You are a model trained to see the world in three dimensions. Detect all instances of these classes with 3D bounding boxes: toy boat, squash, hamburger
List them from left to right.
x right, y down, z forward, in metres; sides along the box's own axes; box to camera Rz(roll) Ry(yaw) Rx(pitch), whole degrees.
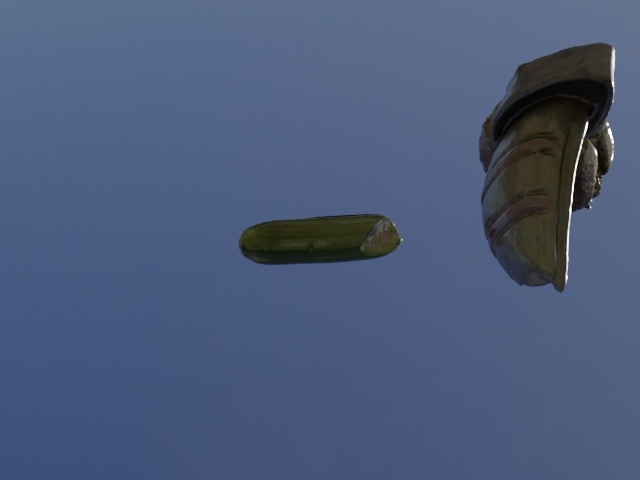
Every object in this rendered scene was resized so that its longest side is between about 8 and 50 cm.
[{"bbox_3d":[0.000,0.000,2.156,0.238,0.069,0.069,-4,-155,-4],"label":"squash"},{"bbox_3d":[0.254,-0.088,1.787,0.293,0.111,0.276,-69,-167,-7],"label":"toy boat"},{"bbox_3d":[0.328,-0.132,2.195,0.189,0.215,0.122,11,-131,25],"label":"hamburger"}]
